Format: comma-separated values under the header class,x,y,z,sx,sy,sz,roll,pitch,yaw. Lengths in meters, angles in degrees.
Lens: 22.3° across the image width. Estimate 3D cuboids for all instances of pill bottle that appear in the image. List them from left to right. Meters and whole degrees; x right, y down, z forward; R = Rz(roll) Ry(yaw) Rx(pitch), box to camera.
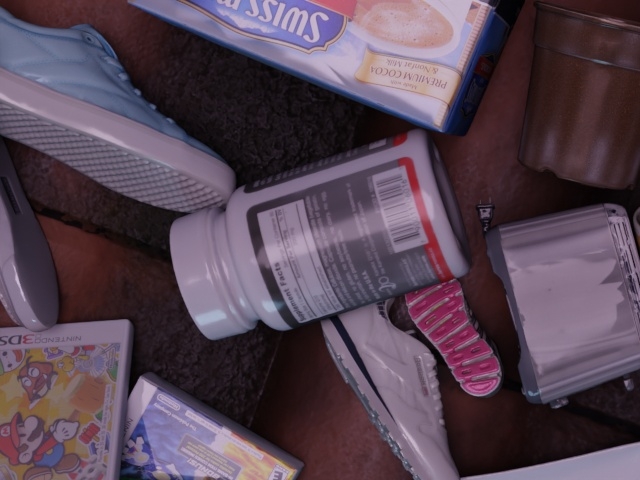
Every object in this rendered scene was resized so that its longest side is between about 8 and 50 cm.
class,x,y,z,sx,sy,sz,roll,pitch,yaw
pill bottle,0.000,0.000,1.687,0.283,0.161,0.161,-18,88,11

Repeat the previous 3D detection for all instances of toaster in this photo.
class,x,y,z,sx,sy,sz,roll,pitch,yaw
toaster,0.256,0.051,1.663,0.146,0.129,0.227,-15,86,6

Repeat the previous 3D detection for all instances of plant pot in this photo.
class,x,y,z,sx,sy,sz,roll,pitch,yaw
plant pot,0.277,-0.145,1.644,0.167,0.167,0.165,15,102,10

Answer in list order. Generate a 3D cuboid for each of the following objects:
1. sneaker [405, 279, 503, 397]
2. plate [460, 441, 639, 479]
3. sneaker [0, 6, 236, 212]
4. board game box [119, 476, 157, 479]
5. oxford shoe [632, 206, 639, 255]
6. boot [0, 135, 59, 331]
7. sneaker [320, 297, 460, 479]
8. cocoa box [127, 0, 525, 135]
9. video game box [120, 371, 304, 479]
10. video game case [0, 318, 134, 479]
class,x,y,z,sx,sy,sz,roll,pitch,yaw
sneaker,0.144,0.099,1.716,0.063,0.075,0.170,-32,63,3
plate,0.250,0.367,1.709,0.277,0.045,0.278,-13,88,9
sneaker,-0.241,-0.159,1.748,0.366,0.135,0.150,26,68,-5
board game box,-0.220,0.413,1.762,0.214,0.046,0.317,2,101,14
oxford shoe,0.490,-0.094,1.590,0.449,0.169,0.130,-39,112,12
boot,-0.384,-0.004,1.801,0.123,0.095,0.258,-24,79,16
sneaker,0.092,0.161,1.704,0.095,0.090,0.235,-28,76,-10
cocoa box,0.023,-0.269,1.642,0.347,0.231,0.228,23,96,9
video game box,-0.151,0.275,1.779,0.205,0.048,0.187,29,99,8
video game case,-0.312,0.194,1.759,0.206,0.026,0.227,-4,58,10
